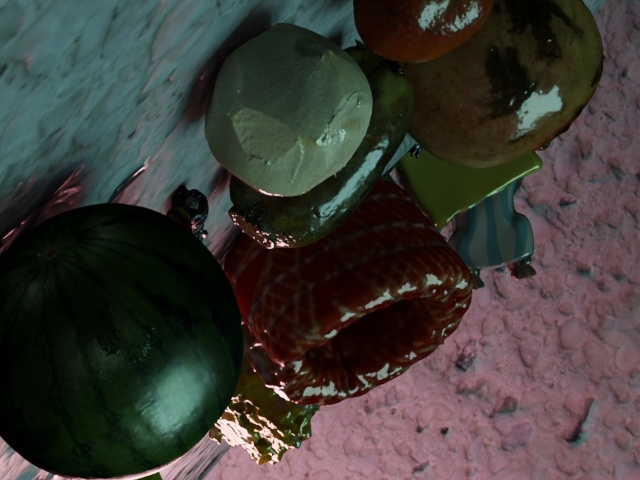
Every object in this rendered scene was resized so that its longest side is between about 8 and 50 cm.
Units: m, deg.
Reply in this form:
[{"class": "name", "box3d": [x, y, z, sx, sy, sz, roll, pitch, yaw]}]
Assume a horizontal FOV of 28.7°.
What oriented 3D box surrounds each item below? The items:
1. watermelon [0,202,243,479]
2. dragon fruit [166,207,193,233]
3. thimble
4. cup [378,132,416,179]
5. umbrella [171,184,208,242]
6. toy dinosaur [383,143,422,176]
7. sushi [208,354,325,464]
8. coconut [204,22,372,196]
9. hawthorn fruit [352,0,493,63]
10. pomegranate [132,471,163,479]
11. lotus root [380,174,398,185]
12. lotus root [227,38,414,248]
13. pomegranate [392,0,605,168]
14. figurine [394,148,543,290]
[{"class": "watermelon", "box3d": [-0.184, 0.090, 1.087, 0.242, 0.242, 0.242, -49, 171, -10]}, {"class": "dragon fruit", "box3d": [-0.200, 0.055, 1.276, 0.208, 0.133, 0.150, -37, 154, 33]}, {"class": "thimble", "box3d": [0.033, 0.080, 1.877, 0.350, 0.230, 0.350, -23, 149, -15]}, {"class": "cup", "box3d": [0.094, -0.169, 1.910, 0.133, 0.099, 0.136, -43, 169, -38]}, {"class": "umbrella", "box3d": [-0.153, -0.007, 1.469, 0.050, 0.046, 0.188, -4, 157, -11]}, {"class": "toy dinosaur", "box3d": [0.129, -0.178, 2.107, 0.187, 0.087, 0.179, -51, 173, -10]}, {"class": "sushi", "box3d": [-0.073, 0.243, 2.322, 0.351, 0.240, 0.396, -49, 174, -21]}, {"class": "coconut", "box3d": [-0.032, -0.131, 1.235, 0.161, 0.161, 0.162, -45, 167, -35]}, {"class": "hawthorn fruit", "box3d": [0.093, -0.269, 1.433, 0.165, 0.165, 0.285, -49, -172, -15]}, {"class": "pomegranate", "box3d": [-0.335, 0.376, 1.940, 0.169, 0.143, 0.122, -22, 125, -4]}, {"class": "lotus root", "box3d": [0.082, -0.085, 2.318, 0.143, 0.070, 0.144, -43, 174, -13]}, {"class": "lotus root", "box3d": [0.003, -0.107, 1.525, 0.275, 0.152, 0.160, -49, 180, -3]}, {"class": "pomegranate", "box3d": [0.256, -0.254, 1.826, 0.322, 0.322, 0.322, -49, 171, -10]}, {"class": "figurine", "box3d": [0.291, -0.089, 2.447, 0.266, 0.361, 0.378, -13, 178, 3]}]
